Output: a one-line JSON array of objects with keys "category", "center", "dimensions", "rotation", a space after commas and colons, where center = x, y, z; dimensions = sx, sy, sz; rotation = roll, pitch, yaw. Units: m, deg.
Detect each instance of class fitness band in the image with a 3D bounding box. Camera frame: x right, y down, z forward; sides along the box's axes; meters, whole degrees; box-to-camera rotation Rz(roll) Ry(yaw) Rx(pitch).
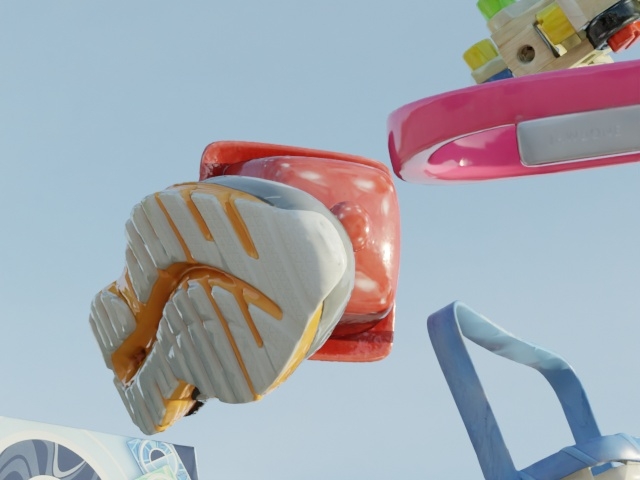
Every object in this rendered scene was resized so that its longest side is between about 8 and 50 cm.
[{"category": "fitness band", "center": [0.186, -0.075, 1.084], "dimensions": [0.290, 0.054, 0.209], "rotation": [-6, -1, 0]}]

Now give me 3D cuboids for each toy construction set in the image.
[{"category": "toy construction set", "center": [0.254, -0.209, 1.384], "dimensions": [0.151, 0.328, 0.215], "rotation": [43, 7, 13]}]

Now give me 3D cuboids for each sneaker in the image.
[{"category": "sneaker", "center": [-0.028, 0.018, 0.679], "dimensions": [0.083, 0.084, 0.215], "rotation": [-21, -3, -23]}]

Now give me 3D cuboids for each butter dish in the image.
[{"category": "butter dish", "center": [0.000, 0.000, 1.253], "dimensions": [0.160, 0.160, 0.118], "rotation": [6, -14, -23]}]

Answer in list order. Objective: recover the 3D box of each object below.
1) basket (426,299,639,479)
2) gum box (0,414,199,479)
[{"category": "basket", "center": [0.183, 0.195, 1.291], "dimensions": [0.201, 0.289, 0.254], "rotation": [-33, -27, 20]}, {"category": "gum box", "center": [-0.128, 0.159, 0.783], "dimensions": [0.184, 0.157, 0.041], "rotation": [17, -37, -42]}]
